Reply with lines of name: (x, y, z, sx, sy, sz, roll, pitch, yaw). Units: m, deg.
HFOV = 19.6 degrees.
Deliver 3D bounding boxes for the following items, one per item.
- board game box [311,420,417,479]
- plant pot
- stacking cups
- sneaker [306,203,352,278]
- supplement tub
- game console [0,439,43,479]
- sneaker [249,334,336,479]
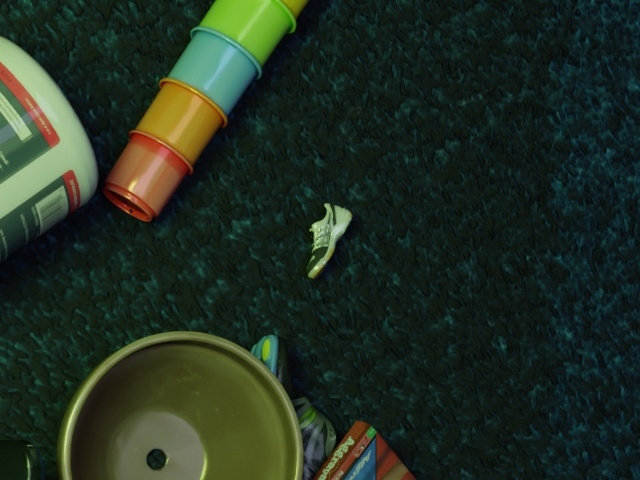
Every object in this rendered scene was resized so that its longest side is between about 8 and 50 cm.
board game box: (-0.003, 0.330, 1.828, 0.281, 0.027, 0.145, -52, 128, -19)
plant pot: (-0.143, 0.208, 1.777, 0.237, 0.110, 0.237, 3, 83, -20)
stacking cups: (-0.115, -0.165, 1.858, 0.096, 0.096, 0.316, 37, 76, -12)
sneaker: (0.000, 0.000, 1.906, 0.037, 0.032, 0.083, 28, 69, -1)
supplement tub: (-0.357, -0.046, 1.686, 0.272, 0.191, 0.191, -37, 96, -21)
game console: (-0.389, 0.321, 1.643, 0.173, 0.250, 0.293, 9, 79, -47)
sneaker: (-0.027, 0.183, 1.854, 0.078, 0.067, 0.188, -18, 94, -29)
